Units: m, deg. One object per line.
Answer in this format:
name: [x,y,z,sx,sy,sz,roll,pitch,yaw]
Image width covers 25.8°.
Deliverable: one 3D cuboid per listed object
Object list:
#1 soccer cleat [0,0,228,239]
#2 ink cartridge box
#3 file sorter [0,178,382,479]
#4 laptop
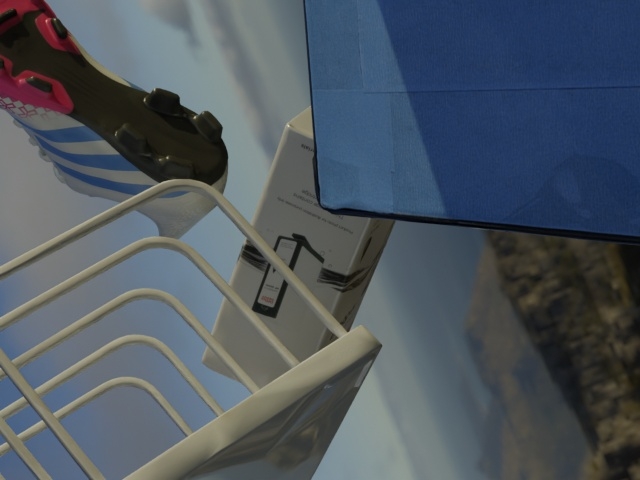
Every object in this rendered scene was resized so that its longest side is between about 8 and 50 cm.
soccer cleat: [-0.234,-0.114,1.235,0.331,0.116,0.143,36,141,4]
ink cartridge box: [0.000,0.000,1.041,0.148,0.086,0.203,-49,-19,-64]
file sorter: [-0.119,0.121,0.891,0.173,0.193,0.277,47,146,17]
laptop: [0.016,-0.193,0.511,0.408,0.236,0.382,32,165,-34]
